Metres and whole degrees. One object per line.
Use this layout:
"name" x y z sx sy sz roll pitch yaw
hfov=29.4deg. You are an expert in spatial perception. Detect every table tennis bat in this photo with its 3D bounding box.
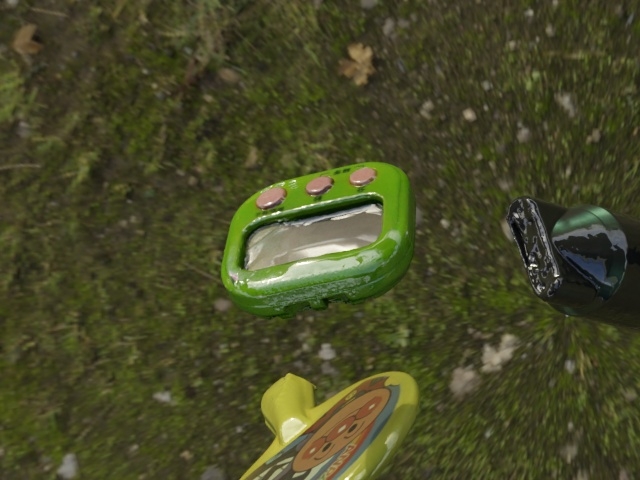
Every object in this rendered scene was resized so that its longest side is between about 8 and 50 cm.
"table tennis bat" -0.014 0.178 1.068 0.224 0.368 0.054 -41 98 1

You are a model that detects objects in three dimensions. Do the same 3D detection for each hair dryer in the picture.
"hair dryer" 0.346 0.001 1.138 0.302 0.244 0.116 -21 67 42

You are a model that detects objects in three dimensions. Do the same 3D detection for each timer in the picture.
"timer" 0.000 0.000 0.871 0.140 0.128 0.047 -12 128 16
